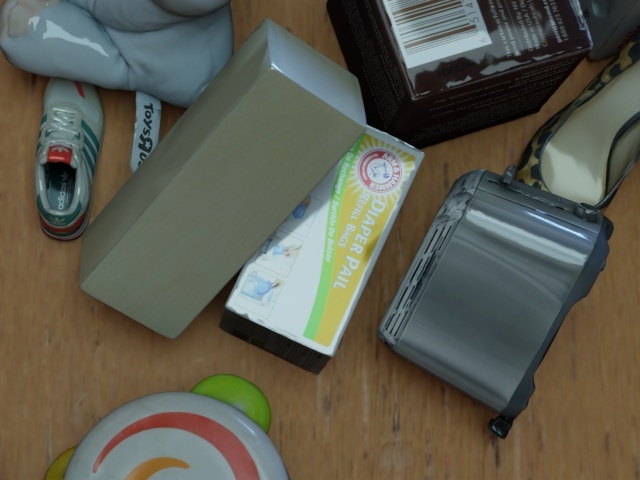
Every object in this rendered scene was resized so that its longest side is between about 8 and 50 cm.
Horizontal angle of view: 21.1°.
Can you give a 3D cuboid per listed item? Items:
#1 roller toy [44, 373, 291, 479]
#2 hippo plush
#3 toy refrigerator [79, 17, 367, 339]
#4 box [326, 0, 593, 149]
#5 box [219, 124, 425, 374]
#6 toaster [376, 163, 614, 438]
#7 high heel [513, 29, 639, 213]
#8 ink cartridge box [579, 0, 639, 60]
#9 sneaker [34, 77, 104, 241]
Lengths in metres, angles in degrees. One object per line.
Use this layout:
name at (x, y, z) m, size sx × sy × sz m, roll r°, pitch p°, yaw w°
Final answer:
roller toy at (-0.118, 0.233, 1.446) m, size 0.209 × 0.146 × 0.191 m, roll -22°, pitch 72°, yaw -4°
hippo plush at (-0.154, -0.229, 1.462) m, size 0.234 × 0.236 × 0.294 m, roll -4°, pitch 68°, yaw -15°
toy refrigerator at (-0.086, -0.050, 1.453) m, size 0.102 × 0.094 × 0.269 m, roll 31°, pitch 117°, yaw -24°
box at (0.116, -0.193, 1.526) m, size 0.167 × 0.203 × 0.168 m, roll -18°, pitch 81°, yaw -9°
box at (0.000, 0.000, 1.521) m, size 0.103 × 0.114 × 0.203 m, roll 25°, pitch 76°, yaw 0°
toaster at (0.147, 0.047, 1.503) m, size 0.146 × 0.129 × 0.227 m, roll 27°, pitch 112°, yaw 4°
high heel at (0.252, -0.093, 1.527) m, size 0.093 × 0.186 × 0.261 m, roll 37°, pitch 78°, yaw 1°
ink cartridge box at (0.378, -0.286, 1.566) m, size 0.289 × 0.211 × 0.122 m, roll -17°, pitch 79°, yaw -9°
sneaker at (-0.225, -0.084, 1.535) m, size 0.057 × 0.075 × 0.161 m, roll 5°, pitch 78°, yaw -5°
